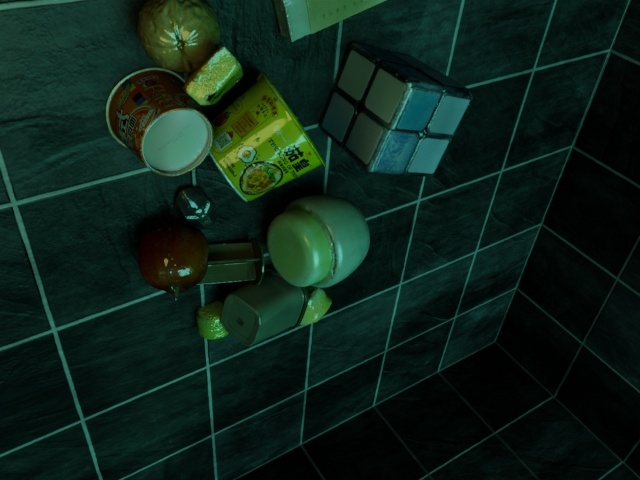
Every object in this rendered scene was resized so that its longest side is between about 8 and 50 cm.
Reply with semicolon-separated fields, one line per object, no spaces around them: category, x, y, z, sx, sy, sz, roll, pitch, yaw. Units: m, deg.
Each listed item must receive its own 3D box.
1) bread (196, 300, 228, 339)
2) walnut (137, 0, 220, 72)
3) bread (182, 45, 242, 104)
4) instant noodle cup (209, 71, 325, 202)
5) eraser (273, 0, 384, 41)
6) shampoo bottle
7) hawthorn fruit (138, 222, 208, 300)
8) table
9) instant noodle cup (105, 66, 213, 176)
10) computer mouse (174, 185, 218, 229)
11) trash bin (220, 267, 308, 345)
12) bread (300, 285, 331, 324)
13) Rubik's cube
bread;-0.392;0.299;2.246;0.129;0.111;0.114;-27;131;-26
walnut;-0.338;-0.506;1.458;0.213;0.213;0.213;-24;138;-23
bread;-0.261;-0.403;1.521;0.138;0.361;0.077;-43;104;4
instant noodle cup;-0.175;-0.279;1.749;0.254;0.325;0.325;-33;142;3
eraser;0.035;-0.693;1.709;0.344;0.078;0.144;-30;139;-15
shampoo bottle;0.000;0.000;2.127;0.318;0.322;0.322;-19;136;-36
hawthorn fruit;-0.445;0.065;1.863;0.215;0.249;0.215;-9;151;-5
table;-0.326;0.078;2.068;0.227;0.167;0.167;-3;127;-28
instant noodle cup;-0.410;-0.298;1.596;0.251;0.192;0.250;-23;138;-23
computer mouse;-0.386;-0.095;1.912;0.106;0.062;0.192;-36;140;-8
trash bin;-0.211;0.249;2.216;0.250;0.219;0.219;-25;140;-52
bread;-0.060;0.237;2.418;0.197;0.197;0.170;-31;130;-15
Rubik's cube;0.235;-0.412;1.954;0.319;0.316;0.313;-1;126;-39
